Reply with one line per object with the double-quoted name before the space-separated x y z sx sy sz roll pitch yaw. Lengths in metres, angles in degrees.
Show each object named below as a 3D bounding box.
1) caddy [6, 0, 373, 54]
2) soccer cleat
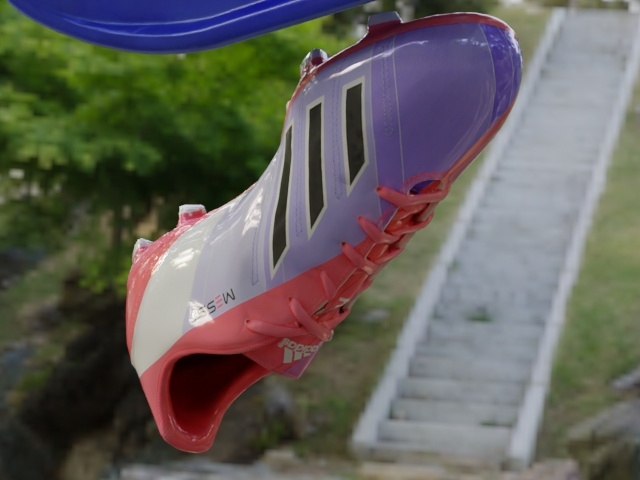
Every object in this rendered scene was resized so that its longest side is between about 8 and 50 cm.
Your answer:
"caddy" -0.011 -0.215 0.628 0.341 0.241 0.179 -11 31 36
"soccer cleat" 0.000 0.000 0.699 0.083 0.095 0.248 10 -32 -35
